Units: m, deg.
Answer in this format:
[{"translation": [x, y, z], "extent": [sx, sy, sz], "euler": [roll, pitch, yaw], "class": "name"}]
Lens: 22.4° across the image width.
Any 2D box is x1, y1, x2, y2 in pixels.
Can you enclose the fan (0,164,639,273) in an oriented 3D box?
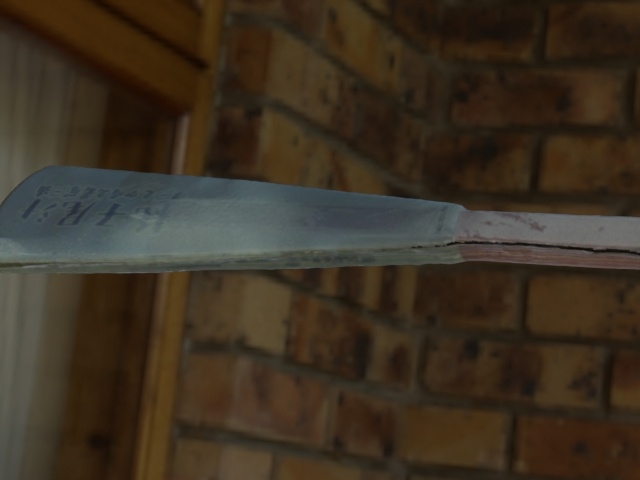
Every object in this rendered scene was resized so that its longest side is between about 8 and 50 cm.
[{"translation": [0.000, 0.000, 0.585], "extent": [0.282, 0.057, 0.023], "euler": [4, -45, 26], "class": "fan"}]
